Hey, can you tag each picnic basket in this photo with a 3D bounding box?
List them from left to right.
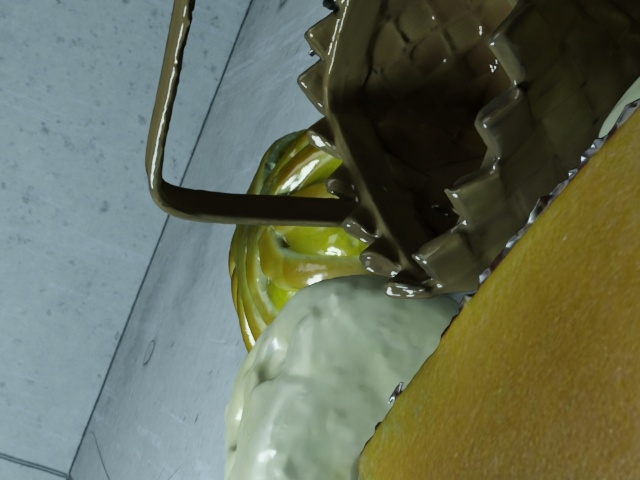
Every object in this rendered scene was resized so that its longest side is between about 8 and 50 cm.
[{"bbox_3d":[0.056,-0.114,0.705,0.291,0.321,0.254,-112,33,-49],"label":"picnic basket"}]

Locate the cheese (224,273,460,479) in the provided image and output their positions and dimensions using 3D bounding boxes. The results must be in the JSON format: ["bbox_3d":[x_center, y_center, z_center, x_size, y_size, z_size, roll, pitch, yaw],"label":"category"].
[{"bbox_3d":[0.021,0.128,0.850,0.247,0.174,0.251,-63,14,16],"label":"cheese"}]

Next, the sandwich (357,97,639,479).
[{"bbox_3d":[0.111,0.086,0.351,0.220,0.108,0.186,-56,25,31],"label":"sandwich"}]

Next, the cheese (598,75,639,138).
[{"bbox_3d":[0.196,0.072,0.480,0.328,0.130,0.351,-61,22,11],"label":"cheese"}]

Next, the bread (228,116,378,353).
[{"bbox_3d":[0.000,0.000,1.058,0.333,0.160,0.333,-56,22,37],"label":"bread"}]
